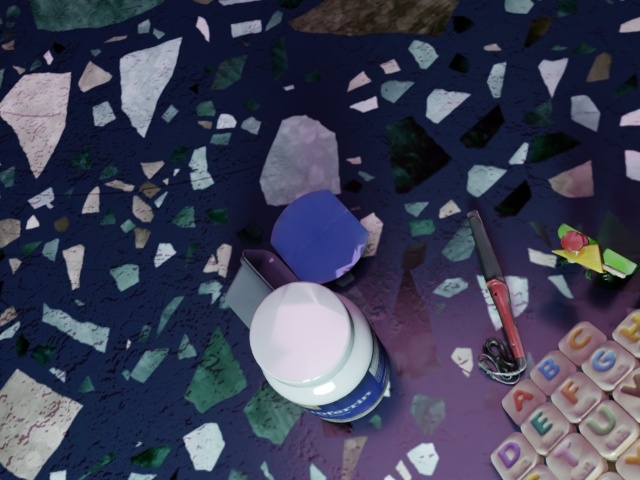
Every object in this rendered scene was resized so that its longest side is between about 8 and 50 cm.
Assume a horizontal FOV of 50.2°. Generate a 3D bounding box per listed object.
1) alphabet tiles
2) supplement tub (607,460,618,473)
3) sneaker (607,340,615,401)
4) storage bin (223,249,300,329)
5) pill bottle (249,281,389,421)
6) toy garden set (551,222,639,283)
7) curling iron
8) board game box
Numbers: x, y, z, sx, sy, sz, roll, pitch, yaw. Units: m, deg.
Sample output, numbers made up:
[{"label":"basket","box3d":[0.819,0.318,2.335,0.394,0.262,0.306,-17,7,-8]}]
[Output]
[{"label":"alphabet tiles","box3d":[0.335,0.212,0.836,0.021,0.278,0.284,39,98,-19]},{"label":"supplement tub","box3d":[0.415,0.327,0.820,0.199,0.144,0.145,-4,68,13]},{"label":"sneaker","box3d":[0.518,0.190,0.886,0.283,0.107,0.124,-5,76,20]},{"label":"storage bin","box3d":[-0.082,0.091,1.077,0.135,0.098,0.091,46,112,24]},{"label":"pill bottle","box3d":[0.004,0.154,0.926,0.153,0.265,0.153,-5,67,12]},{"label":"toy garden set","box3d":[0.418,0.059,0.905,0.244,0.203,0.049,35,103,24]},{"label":"curling iron","box3d":[0.253,0.077,1.022,0.068,0.035,0.274,-9,67,10]},{"label":"board game box","box3d":[0.000,0.000,1.119,0.133,0.033,0.169,-41,58,-1]}]
